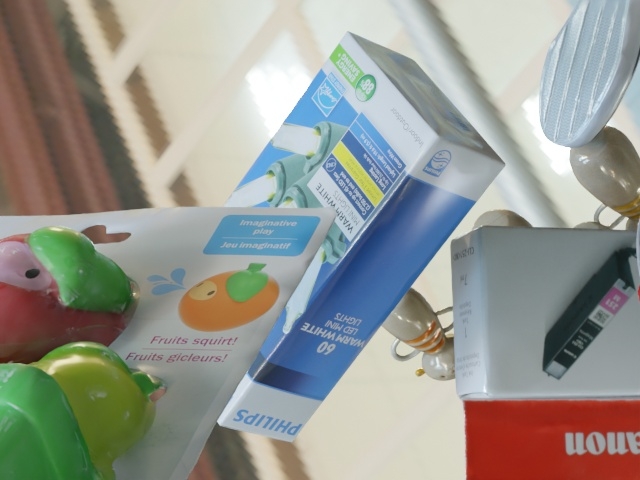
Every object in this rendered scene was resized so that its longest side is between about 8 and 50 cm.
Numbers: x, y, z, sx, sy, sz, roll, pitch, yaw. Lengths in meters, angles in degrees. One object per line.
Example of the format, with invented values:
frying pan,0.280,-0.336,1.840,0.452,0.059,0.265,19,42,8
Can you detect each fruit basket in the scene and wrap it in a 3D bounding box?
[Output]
fruit basket,-0.196,0.075,1.045,0.353,0.327,0.165,-64,-36,-43

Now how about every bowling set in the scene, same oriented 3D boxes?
bowling set,0.205,0.065,1.651,0.154,0.287,0.200,46,-169,-43

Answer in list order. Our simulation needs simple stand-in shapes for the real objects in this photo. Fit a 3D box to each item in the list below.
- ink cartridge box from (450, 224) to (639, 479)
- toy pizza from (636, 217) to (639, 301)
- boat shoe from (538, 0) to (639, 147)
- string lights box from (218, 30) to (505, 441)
ink cartridge box,0.236,0.113,1.474,0.275,0.060,0.239,2,-100,-21
toy pizza,0.263,0.052,1.195,0.201,0.032,0.201,24,-134,-28
boat shoe,0.253,-0.180,1.608,0.076,0.226,0.083,6,-160,-42
string lights box,0.000,0.000,1.374,0.077,0.259,0.133,19,-155,-43
